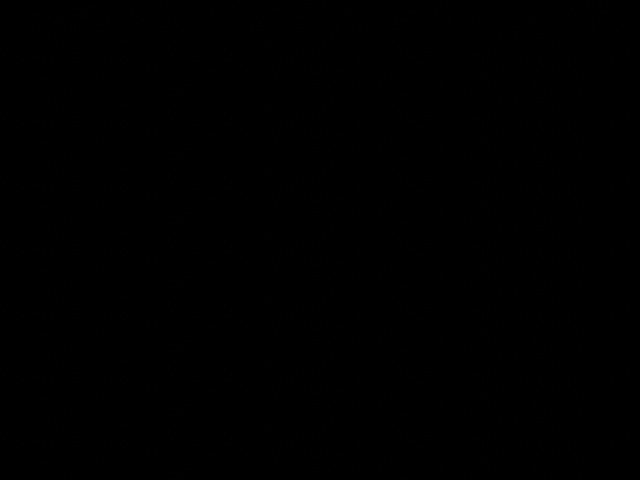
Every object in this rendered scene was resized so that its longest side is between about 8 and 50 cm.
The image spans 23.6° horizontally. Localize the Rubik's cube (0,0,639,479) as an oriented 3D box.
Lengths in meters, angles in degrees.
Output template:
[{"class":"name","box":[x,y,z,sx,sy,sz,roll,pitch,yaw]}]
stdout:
[{"class":"Rubik's cube","box":[0.000,0.000,0.212,0.344,0.344,0.337,18,-92,-42]}]
